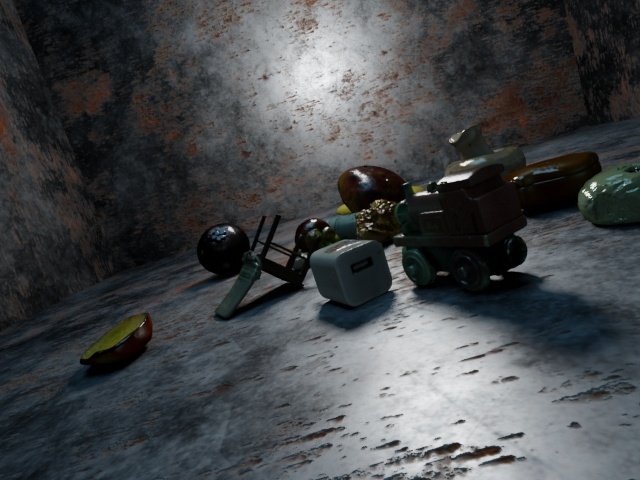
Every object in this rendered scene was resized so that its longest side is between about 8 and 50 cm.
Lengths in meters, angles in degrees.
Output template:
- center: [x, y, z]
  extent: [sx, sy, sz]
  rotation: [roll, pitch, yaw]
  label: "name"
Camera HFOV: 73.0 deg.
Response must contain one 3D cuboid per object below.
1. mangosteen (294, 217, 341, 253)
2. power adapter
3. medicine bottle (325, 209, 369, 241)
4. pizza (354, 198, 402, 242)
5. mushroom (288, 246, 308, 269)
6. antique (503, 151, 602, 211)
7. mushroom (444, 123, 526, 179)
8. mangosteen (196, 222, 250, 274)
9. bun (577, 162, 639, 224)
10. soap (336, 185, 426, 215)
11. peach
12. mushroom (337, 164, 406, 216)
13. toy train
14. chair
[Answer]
- center: [-0.005, -0.011, 1.561]
  extent: [0.156, 0.145, 0.181]
  rotation: [-20, 9, -35]
  label: "mangosteen"
- center: [0.051, 0.069, 1.020]
  extent: [0.130, 0.125, 0.205]
  rotation: [-23, 11, -25]
  label: "power adapter"
- center: [0.071, -0.036, 1.688]
  extent: [0.352, 0.110, 0.110]
  rotation: [-11, 11, 37]
  label: "medicine bottle"
- center: [0.218, -0.075, 1.502]
  extent: [0.305, 0.161, 0.085]
  rotation: [-35, -14, -45]
  label: "pizza"
- center: [-0.072, 0.058, 1.485]
  extent: [0.085, 0.079, 0.085]
  rotation: [-19, 6, 2]
  label: "mushroom"
- center: [0.673, -0.169, 1.265]
  extent: [0.278, 0.129, 0.223]
  rotation: [-20, 9, -15]
  label: "antique"
- center: [0.618, -0.300, 1.655]
  extent: [0.298, 0.289, 0.297]
  rotation: [-18, 9, 3]
  label: "mushroom"
- center: [-0.407, 0.052, 1.861]
  extent: [0.228, 0.228, 0.265]
  rotation: [-19, -32, -6]
  label: "mangosteen"
- center: [0.686, -0.114, 0.959]
  extent: [0.221, 0.108, 0.221]
  rotation: [-17, 8, 3]
  label: "bun"
- center: [0.307, -0.183, 2.129]
  extent: [0.427, 0.115, 0.306]
  rotation: [-10, 9, 37]
  label: "soap"
- center: [-0.519, 0.264, 1.131]
  extent: [0.189, 0.068, 0.279]
  rotation: [-27, 12, -7]
  label: "peach"
- center: [0.209, -0.171, 1.840]
  extent: [0.346, 0.259, 0.345]
  rotation: [18, 31, -11]
  label: "mushroom"
- center: [0.260, -0.023, 0.868]
  extent: [0.150, 0.221, 0.304]
  rotation: [-24, 10, -27]
  label: "toy train"
- center: [-0.152, 0.098, 1.257]
  extent: [0.186, 0.319, 0.160]
  rotation: [27, -10, -24]
  label: "chair"
